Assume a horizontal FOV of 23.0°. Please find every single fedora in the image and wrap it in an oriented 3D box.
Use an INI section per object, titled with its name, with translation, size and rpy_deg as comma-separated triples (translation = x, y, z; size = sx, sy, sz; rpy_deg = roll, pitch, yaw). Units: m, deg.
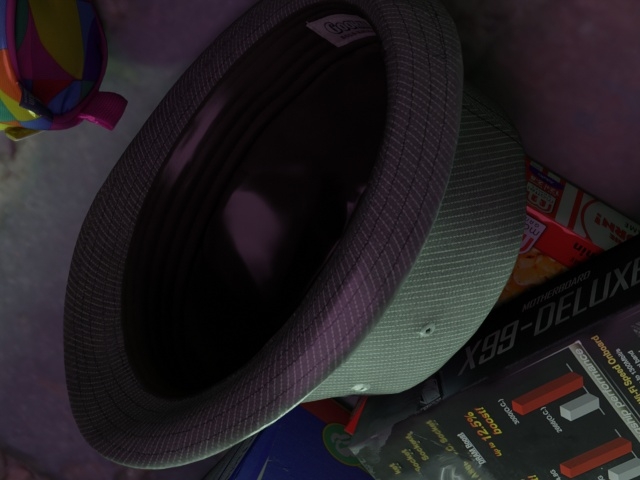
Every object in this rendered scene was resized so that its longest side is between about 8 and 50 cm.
[fedora]
translation = 0.000, 0.000, 0.778
size = 0.124, 0.243, 0.275
rpy_deg = 24, 122, -33

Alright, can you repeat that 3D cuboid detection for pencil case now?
[pencil case]
translation = -0.228, -0.088, 0.849
size = 0.236, 0.104, 0.104
rpy_deg = -6, 119, 24

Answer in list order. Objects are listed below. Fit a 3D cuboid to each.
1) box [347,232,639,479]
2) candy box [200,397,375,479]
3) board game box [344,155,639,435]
[box]
translation = 0.203, 0.149, 0.800
size = 0.242, 0.076, 0.307
rpy_deg = -31, 106, 31
[candy box]
translation = -0.008, 0.276, 0.988
size = 0.268, 0.122, 0.317
rpy_deg = 38, 126, -5
[board game box]
translation = 0.121, 0.068, 0.857
size = 0.147, 0.045, 0.193
rpy_deg = 30, 126, -1
